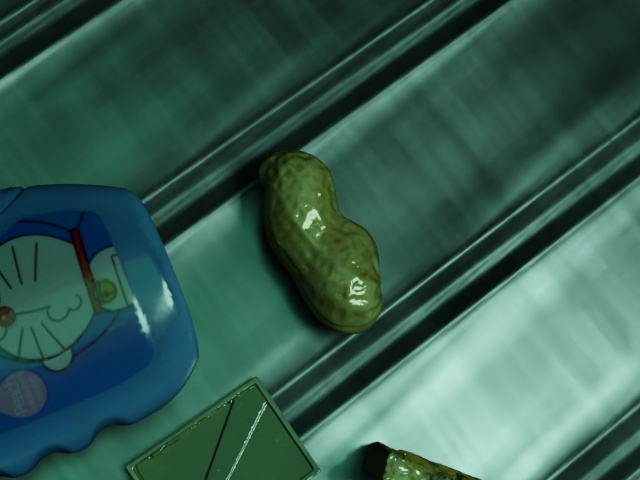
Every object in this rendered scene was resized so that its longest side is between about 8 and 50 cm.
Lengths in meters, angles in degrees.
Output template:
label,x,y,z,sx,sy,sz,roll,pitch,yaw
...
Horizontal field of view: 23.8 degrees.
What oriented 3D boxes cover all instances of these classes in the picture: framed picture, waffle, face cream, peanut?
label,x,y,z,sx,sy,sz,roll,pitch,yaw
framed picture,-0.053,0.125,0.835,0.089,0.006,0.066,-34,84,-15
waffle,0.091,0.140,0.813,0.135,0.092,0.021,20,86,-6
face cream,-0.203,0.062,0.786,0.264,0.083,0.149,-22,79,-13
peanut,0.000,0.000,0.851,0.054,0.054,0.113,-26,83,-14
